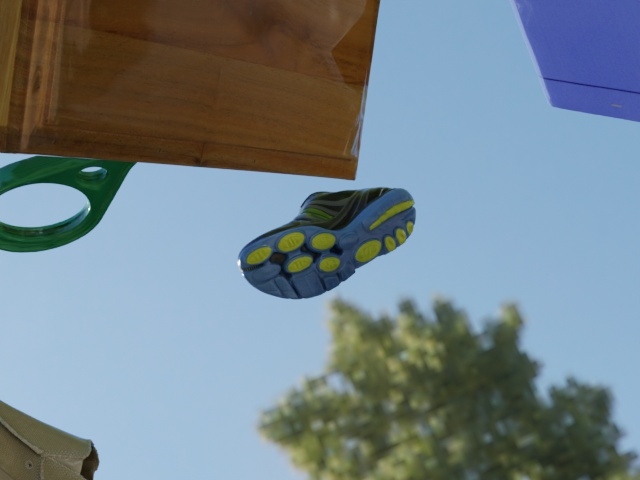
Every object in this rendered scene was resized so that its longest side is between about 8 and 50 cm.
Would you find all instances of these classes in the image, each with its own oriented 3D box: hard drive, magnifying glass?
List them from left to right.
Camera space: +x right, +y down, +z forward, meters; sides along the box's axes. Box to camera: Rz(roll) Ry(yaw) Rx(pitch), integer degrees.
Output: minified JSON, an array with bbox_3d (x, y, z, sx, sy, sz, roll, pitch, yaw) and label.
[{"bbox_3d":[-0.154,-0.055,1.364,0.231,0.026,0.092,-30,-36,29],"label":"magnifying glass"},{"bbox_3d":[0.206,-0.243,1.557,0.040,0.210,0.319,-34,-64,-23],"label":"hard drive"}]

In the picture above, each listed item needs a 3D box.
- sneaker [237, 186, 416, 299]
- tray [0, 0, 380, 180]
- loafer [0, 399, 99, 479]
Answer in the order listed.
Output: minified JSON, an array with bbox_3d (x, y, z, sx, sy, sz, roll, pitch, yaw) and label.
[{"bbox_3d":[0.000,0.000,1.711,0.188,0.078,0.067,-25,-64,-37],"label":"sneaker"},{"bbox_3d":[-0.072,-0.143,1.102,0.076,0.203,0.411,9,3,24],"label":"tray"},{"bbox_3d":[-0.240,0.197,1.697,0.092,0.268,0.102,-41,-12,-11],"label":"loafer"}]
